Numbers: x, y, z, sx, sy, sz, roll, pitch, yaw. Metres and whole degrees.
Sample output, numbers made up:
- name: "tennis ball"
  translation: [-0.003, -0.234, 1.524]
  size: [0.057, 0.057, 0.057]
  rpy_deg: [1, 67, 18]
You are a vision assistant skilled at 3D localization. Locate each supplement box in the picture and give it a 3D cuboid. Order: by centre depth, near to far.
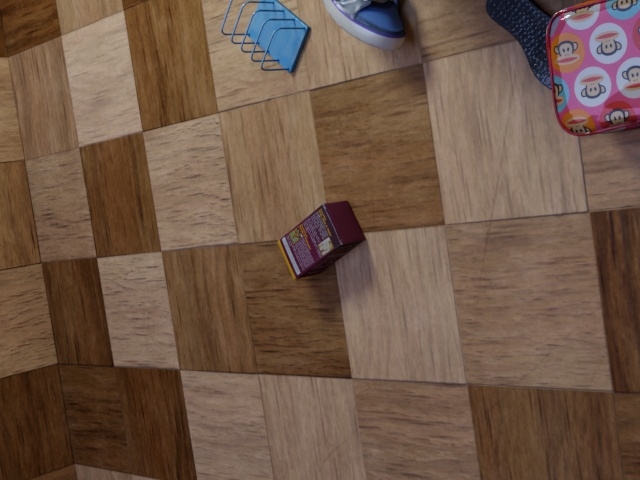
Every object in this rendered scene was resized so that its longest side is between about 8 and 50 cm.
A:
- name: "supplement box"
  translation: [0.000, 0.000, 2.259]
  size: [0.188, 0.080, 0.104]
  rpy_deg: [-37, 71, 43]

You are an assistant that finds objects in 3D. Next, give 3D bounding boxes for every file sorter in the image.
- name: "file sorter"
  translation: [-0.130, -0.474, 2.277]
  size: [0.170, 0.104, 0.118]
  rpy_deg: [44, 127, 29]

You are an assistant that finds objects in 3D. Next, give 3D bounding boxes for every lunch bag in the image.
- name: "lunch bag"
  translation: [0.515, -0.312, 1.624]
  size: [0.293, 0.120, 0.258]
  rpy_deg: [-6, 95, 35]

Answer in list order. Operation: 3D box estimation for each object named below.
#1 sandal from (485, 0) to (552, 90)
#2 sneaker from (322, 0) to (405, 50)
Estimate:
- name: "sandal"
  translation: [0.400, -0.369, 1.807]
  size: [0.097, 0.054, 0.254]
  rpy_deg: [-45, 63, 30]
- name: "sneaker"
  translation: [0.097, -0.564, 2.009]
  size: [0.323, 0.130, 0.236]
  rpy_deg: [55, 135, 30]
